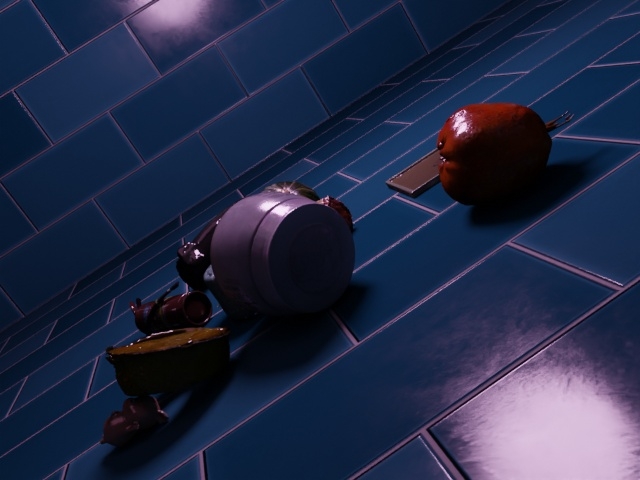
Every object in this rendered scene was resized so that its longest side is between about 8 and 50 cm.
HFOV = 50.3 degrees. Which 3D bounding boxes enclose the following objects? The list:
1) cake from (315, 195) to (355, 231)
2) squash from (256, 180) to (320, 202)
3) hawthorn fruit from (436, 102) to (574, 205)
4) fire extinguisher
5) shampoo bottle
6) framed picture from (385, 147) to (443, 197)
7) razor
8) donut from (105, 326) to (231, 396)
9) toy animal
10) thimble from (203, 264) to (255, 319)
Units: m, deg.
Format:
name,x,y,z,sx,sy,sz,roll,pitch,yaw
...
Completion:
name,x,y,z,sx,sy,sz,roll,pitch,yaw
cake,0.016,0.006,1.789,0.086,0.117,0.220,-16,55,51
squash,-0.101,-0.077,1.982,0.218,0.218,0.172,-44,-19,-35
hawthorn fruit,0.385,-0.196,1.419,0.299,0.211,0.211,-19,18,10
fire extinguisher,-0.443,0.198,1.924,0.105,0.141,0.341,-10,-3,-44
shampoo bottle,-0.086,0.031,1.484,0.273,0.273,0.266,-41,27,-27
framed picture,0.347,-0.228,1.887,0.324,0.020,0.240,-33,16,-5
razor,-0.316,0.007,2.176,0.107,0.189,0.327,34,63,24
donut,-0.315,0.256,1.459,0.272,0.107,0.272,-8,3,0
toy animal,-0.392,0.373,1.414,0.150,0.083,0.089,-30,-29,-2
thimble,-0.181,0.088,1.726,0.198,0.143,0.235,-27,17,14
